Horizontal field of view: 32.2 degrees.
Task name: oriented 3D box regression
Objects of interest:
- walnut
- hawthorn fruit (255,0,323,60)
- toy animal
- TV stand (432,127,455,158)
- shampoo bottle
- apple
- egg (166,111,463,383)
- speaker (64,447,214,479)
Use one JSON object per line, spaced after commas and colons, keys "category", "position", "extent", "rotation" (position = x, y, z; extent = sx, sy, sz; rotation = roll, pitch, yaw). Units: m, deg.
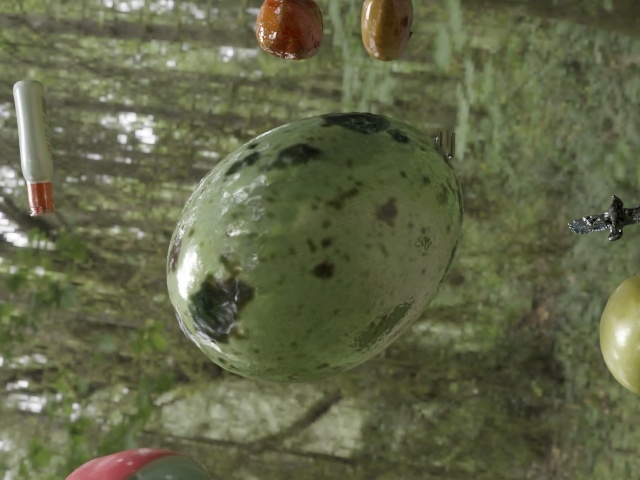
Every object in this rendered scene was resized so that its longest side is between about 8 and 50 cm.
{"category": "walnut", "position": [0.137, -0.455, 2.276], "extent": [0.207, 0.115, 0.116], "rotation": [85, -164, -52]}
{"category": "hawthorn fruit", "position": [-0.053, -0.378, 1.961], "extent": [0.128, 0.128, 0.128], "rotation": [8, -90, -79]}
{"category": "toy animal", "position": [0.605, -0.049, 2.273], "extent": [0.062, 0.220, 0.108], "rotation": [61, -147, -14]}
{"category": "TV stand", "position": [0.099, -0.119, 1.557], "extent": [0.249, 0.042, 0.036], "rotation": [-9, 78, 56]}
{"category": "shampoo bottle", "position": [-0.475, -0.152, 1.851], "extent": [0.108, 0.051, 0.221], "rotation": [171, 93, -79]}
{"category": "apple", "position": [0.715, 0.194, 2.352], "extent": [0.262, 0.262, 0.263], "rotation": [8, -90, -79]}
{"category": "egg", "position": [0.000, 0.000, 1.277], "extent": [0.379, 0.287, 0.288], "rotation": [-42, -28, -21]}
{"category": "speaker", "position": [-0.241, 0.419, 1.511], "extent": [0.294, 0.294, 0.294], "rotation": [8, -90, -79]}
